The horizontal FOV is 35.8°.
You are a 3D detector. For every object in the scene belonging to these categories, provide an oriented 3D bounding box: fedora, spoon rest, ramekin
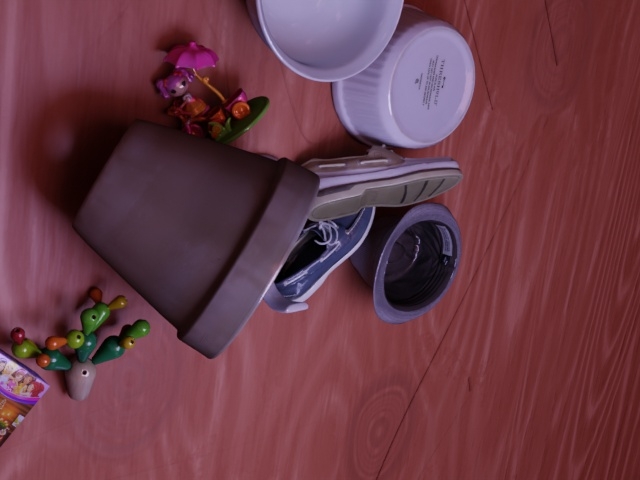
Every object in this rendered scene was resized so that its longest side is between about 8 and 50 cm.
[{"bbox_3d":[0.150,0.031,1.909,0.275,0.124,0.243,-9,114,-46],"label":"fedora"},{"bbox_3d":[-0.085,-0.011,1.715,0.137,0.084,0.276,-6,87,-48],"label":"spoon rest"},{"bbox_3d":[0.161,-0.289,1.798,0.273,0.127,0.272,-15,115,-34],"label":"ramekin"}]

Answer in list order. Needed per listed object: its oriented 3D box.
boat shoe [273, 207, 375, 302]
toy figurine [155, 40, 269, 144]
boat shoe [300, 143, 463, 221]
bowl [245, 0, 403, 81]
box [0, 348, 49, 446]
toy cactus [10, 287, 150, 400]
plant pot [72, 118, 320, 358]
[{"bbox_3d":[0.000,0.000,1.801,0.254,0.095,0.079,-46,141,-5],"label":"boat shoe"},{"bbox_3d":[-0.195,-0.231,1.562,0.173,0.130,0.159,-35,115,6],"label":"toy figurine"},{"bbox_3d":[0.107,-0.119,1.769,0.302,0.103,0.113,-10,156,-19],"label":"boat shoe"},{"bbox_3d":[-0.014,-0.413,1.603,0.298,0.134,0.297,-15,116,-34],"label":"bowl"},{"bbox_3d":[-0.567,0.213,1.436,0.201,0.057,0.293,-53,131,-11],"label":"box"},{"bbox_3d":[-0.382,0.172,1.563,0.219,0.112,0.180,-16,135,-37],"label":"toy cactus"},{"bbox_3d":[-0.202,-0.028,1.480,0.280,0.323,0.323,30,86,-10],"label":"plant pot"}]
